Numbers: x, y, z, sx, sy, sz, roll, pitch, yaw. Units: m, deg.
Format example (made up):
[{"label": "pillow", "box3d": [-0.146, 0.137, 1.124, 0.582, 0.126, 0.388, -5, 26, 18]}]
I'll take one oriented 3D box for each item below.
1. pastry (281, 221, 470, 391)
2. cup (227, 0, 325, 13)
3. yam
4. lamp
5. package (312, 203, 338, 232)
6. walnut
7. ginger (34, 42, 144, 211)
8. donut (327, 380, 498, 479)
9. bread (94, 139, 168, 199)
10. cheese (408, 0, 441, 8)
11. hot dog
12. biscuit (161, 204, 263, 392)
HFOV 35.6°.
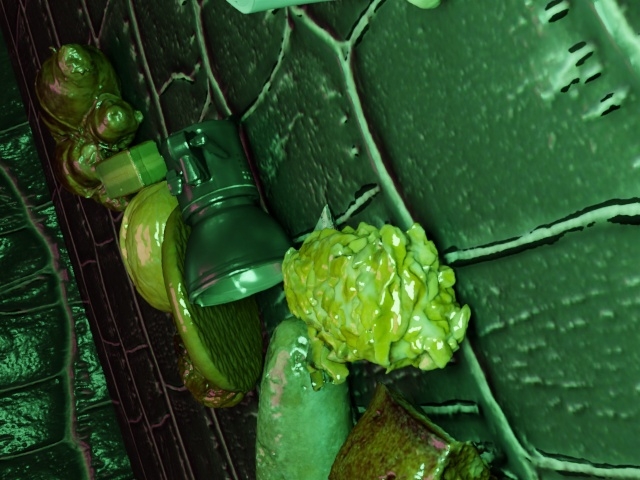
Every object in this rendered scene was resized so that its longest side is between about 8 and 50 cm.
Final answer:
[{"label": "pastry", "box3d": [0.040, 0.060, 0.932, 0.250, 0.102, 0.154, 172, 86, -68]}, {"label": "cup", "box3d": [-0.018, -0.261, 0.820, 0.095, 0.129, 0.128, 46, 143, 39]}, {"label": "yam", "box3d": [-0.019, 0.237, 1.190, 0.133, 0.133, 0.330, 41, 138, 54]}, {"label": "lamp", "box3d": [-0.124, -0.053, 1.184, 0.227, 0.147, 0.172, 69, -167, 12]}, {"label": "package", "box3d": [0.000, 0.000, 1.110, 0.110, 0.015, 0.037, 116, 142, -62]}, {"label": "walnut", "box3d": [-0.214, 0.010, 1.465, 0.159, 0.159, 0.207, 35, 138, 58]}, {"label": "ginger", "box3d": [-0.420, -0.206, 1.817, 0.274, 0.152, 0.358, 46, 148, 50]}, {"label": "donut", "box3d": [0.069, 0.199, 0.891, 0.144, 0.126, 0.186, 42, 171, -39]}, {"label": "bread", "box3d": [-0.339, -0.109, 1.678, 0.139, 0.084, 0.074, -18, 100, 27]}, {"label": "cheese", "box3d": [0.091, -0.239, 0.679, 0.065, 0.043, 0.194, 59, 153, 22]}, {"label": "hot dog", "box3d": [-0.170, 0.169, 1.550, 0.227, 0.099, 0.161, 17, 122, 62]}, {"label": "biscuit", "box3d": [-0.140, 0.075, 1.299, 0.262, 0.037, 0.262, -18, -90, -77]}]
